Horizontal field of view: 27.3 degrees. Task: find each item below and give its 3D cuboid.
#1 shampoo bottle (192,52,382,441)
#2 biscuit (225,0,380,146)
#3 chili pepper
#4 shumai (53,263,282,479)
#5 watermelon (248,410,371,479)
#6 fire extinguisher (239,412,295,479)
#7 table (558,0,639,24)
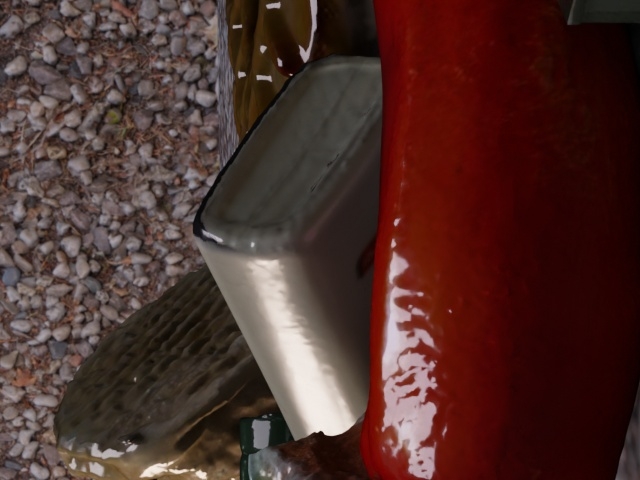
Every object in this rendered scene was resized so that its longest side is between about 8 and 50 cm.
[{"bbox_3d":[0.026,0.066,0.612,0.153,0.071,0.284,-62,-35,-47],"label":"shampoo bottle"},{"bbox_3d":[0.003,-0.163,0.741,0.332,0.103,0.332,178,90,-83],"label":"biscuit"},{"bbox_3d":[0.050,-0.030,0.438,0.137,0.091,0.369,135,144,-55],"label":"chili pepper"},{"bbox_3d":[-0.069,0.178,1.226,0.262,0.267,0.314,60,-144,-25],"label":"shumai"},{"bbox_3d":[0.074,0.085,0.509,0.158,0.121,0.098,-47,33,3],"label":"watermelon"},{"bbox_3d":[-0.003,0.279,0.939,0.114,0.095,0.311,10,-104,-53],"label":"fire extinguisher"},{"bbox_3d":[0.056,-0.186,0.317,0.122,0.111,0.240,-99,10,-47],"label":"table"}]
